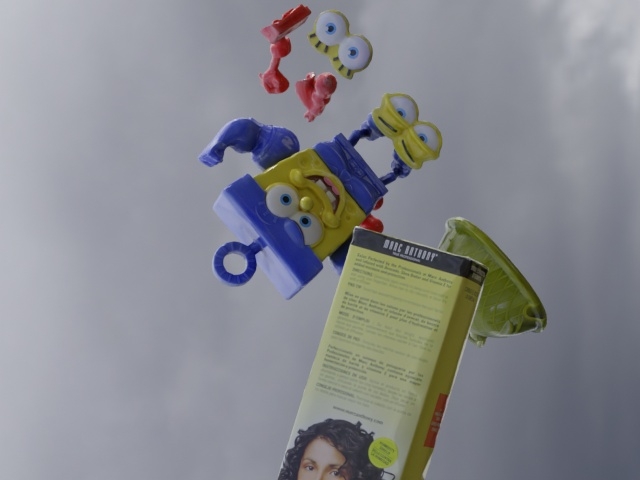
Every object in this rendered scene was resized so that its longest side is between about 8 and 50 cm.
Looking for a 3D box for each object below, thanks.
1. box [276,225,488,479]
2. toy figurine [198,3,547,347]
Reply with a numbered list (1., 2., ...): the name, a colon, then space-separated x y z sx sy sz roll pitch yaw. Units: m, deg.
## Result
1. box: 0.034 0.114 1.194 0.058 0.087 0.232 27 -101 -68
2. toy figurine: 0.000 0.000 1.608 0.217 0.191 0.362 -37 -91 -28
